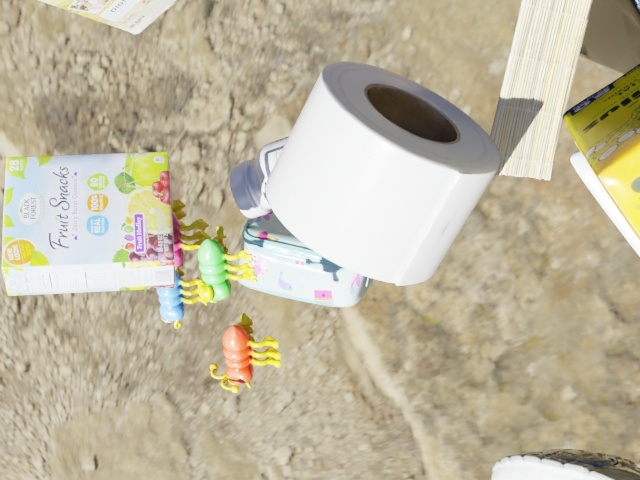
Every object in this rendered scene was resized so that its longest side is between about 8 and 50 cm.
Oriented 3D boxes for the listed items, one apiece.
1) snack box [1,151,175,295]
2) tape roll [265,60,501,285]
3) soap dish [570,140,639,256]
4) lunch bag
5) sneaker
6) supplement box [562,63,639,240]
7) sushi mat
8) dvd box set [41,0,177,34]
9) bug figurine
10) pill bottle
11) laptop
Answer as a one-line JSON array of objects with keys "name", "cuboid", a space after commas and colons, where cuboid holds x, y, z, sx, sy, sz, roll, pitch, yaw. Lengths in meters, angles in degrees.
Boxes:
[{"name": "snack box", "cuboid": [-0.289, -0.023, 1.514, 0.207, 0.070, 0.174, -4, 55, -8]}, {"name": "tape roll", "cuboid": [0.076, -0.086, 1.482, 0.246, 0.246, 0.169, 26, 116, -4]}, {"name": "soap dish", "cuboid": [0.523, -0.108, 1.867, 0.229, 0.118, 0.291, 54, 35, 3]}, {"name": "lunch bag", "cuboid": [0.000, 0.000, 1.949, 0.224, 0.279, 0.108, 11, 115, 10]}, {"name": "sneaker", "cuboid": [0.255, 0.253, 1.031, 0.111, 0.297, 0.129, 6, 92, -36]}, {"name": "supplement box", "cuboid": [0.368, -0.071, 1.121, 0.194, 0.356, 0.195, -35, 98, 13]}, {"name": "sushi mat", "cuboid": [0.292, -0.235, 1.576, 0.151, 0.019, 0.316, -1, 108, -43]}, {"name": "dvd box set", "cuboid": [-0.319, -0.470, 1.849, 0.307, 0.420, 0.062, -36, 69, 24]}, {"name": "bug figurine", "cuboid": [-0.160, 0.068, 1.597, 0.072, 0.279, 0.216, -21, 123, -27]}, {"name": "pill bottle", "cuboid": [-0.031, -0.096, 1.699, 0.180, 0.108, 0.108, -18, 79, 21]}, {"name": "laptop", "cuboid": [0.504, -0.490, 1.993, 0.236, 0.382, 0.408, -40, 117, 0]}]
